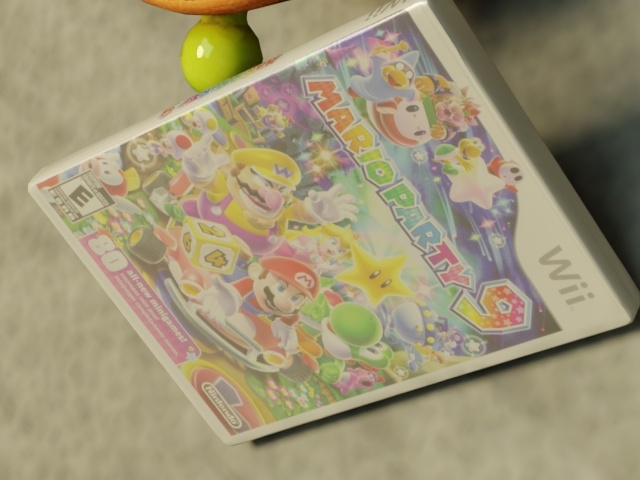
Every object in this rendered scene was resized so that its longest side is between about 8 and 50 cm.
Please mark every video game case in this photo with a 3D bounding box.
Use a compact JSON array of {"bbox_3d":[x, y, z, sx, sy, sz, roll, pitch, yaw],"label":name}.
[{"bbox_3d":[0.000,0.000,0.394,0.122,0.087,0.011,-21,24,35],"label":"video game case"}]

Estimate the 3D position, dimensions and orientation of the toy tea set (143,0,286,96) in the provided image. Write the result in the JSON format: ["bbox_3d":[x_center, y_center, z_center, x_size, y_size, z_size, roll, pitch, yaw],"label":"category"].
[{"bbox_3d":[-0.019,-0.205,0.376,0.200,0.124,0.336,-33,78,33],"label":"toy tea set"}]
